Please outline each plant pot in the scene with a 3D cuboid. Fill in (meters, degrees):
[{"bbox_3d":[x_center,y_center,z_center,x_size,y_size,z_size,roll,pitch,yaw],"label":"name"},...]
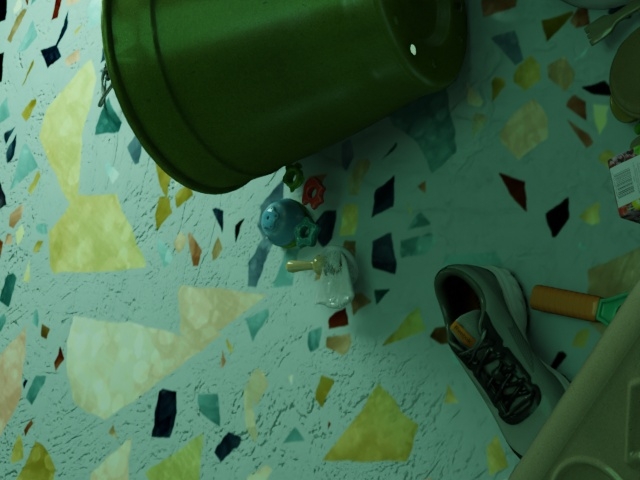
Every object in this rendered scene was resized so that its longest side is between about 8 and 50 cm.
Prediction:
[{"bbox_3d":[-0.020,-0.269,1.797,0.353,0.366,0.366,-11,71,31],"label":"plant pot"}]

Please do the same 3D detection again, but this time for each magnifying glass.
[{"bbox_3d":[0.322,0.079,1.544,0.231,0.026,0.092,11,87,48],"label":"magnifying glass"}]

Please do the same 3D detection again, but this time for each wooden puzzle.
[{"bbox_3d":[0.350,0.256,1.362,0.348,0.080,0.322,54,135,33],"label":"wooden puzzle"}]

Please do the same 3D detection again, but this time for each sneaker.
[{"bbox_3d":[0.198,0.139,1.596,0.100,0.108,0.271,-44,53,27],"label":"sneaker"}]

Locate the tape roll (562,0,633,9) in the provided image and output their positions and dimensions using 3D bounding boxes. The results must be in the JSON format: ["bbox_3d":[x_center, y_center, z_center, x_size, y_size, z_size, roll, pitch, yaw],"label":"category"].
[{"bbox_3d":[0.319,-0.411,1.630,0.286,0.100,0.286,-16,67,43],"label":"tape roll"}]

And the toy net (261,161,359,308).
[{"bbox_3d":[0.000,0.000,1.890,0.122,0.045,0.232,-55,48,17],"label":"toy net"}]

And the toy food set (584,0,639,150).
[{"bbox_3d":[0.369,-0.184,1.566,0.132,0.038,0.192,-32,52,28],"label":"toy food set"}]

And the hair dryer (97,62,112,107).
[{"bbox_3d":[-0.282,-0.341,2.250,0.223,0.080,0.293,21,94,48],"label":"hair dryer"}]

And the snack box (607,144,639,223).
[{"bbox_3d":[0.413,-0.070,1.381,0.207,0.174,0.070,-28,61,39],"label":"snack box"}]
